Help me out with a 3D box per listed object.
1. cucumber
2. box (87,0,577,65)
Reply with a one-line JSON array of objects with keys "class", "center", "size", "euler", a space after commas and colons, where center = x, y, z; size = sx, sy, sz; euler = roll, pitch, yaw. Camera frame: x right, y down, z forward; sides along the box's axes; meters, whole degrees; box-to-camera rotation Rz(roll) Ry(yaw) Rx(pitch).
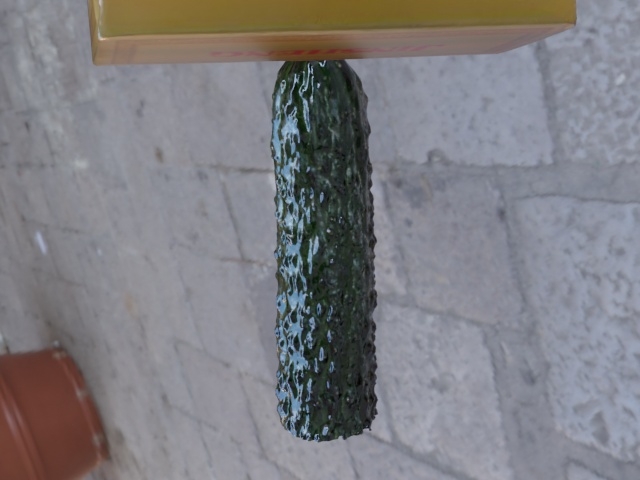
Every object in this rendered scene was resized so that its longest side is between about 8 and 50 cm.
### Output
[{"class": "cucumber", "center": [0.000, 0.000, 0.808], "size": [0.096, 0.096, 0.359], "euler": [25, 124, 52]}, {"class": "box", "center": [-0.005, -0.206, 0.339], "size": [0.076, 0.174, 0.274], "euler": [-169, 74, -74]}]
